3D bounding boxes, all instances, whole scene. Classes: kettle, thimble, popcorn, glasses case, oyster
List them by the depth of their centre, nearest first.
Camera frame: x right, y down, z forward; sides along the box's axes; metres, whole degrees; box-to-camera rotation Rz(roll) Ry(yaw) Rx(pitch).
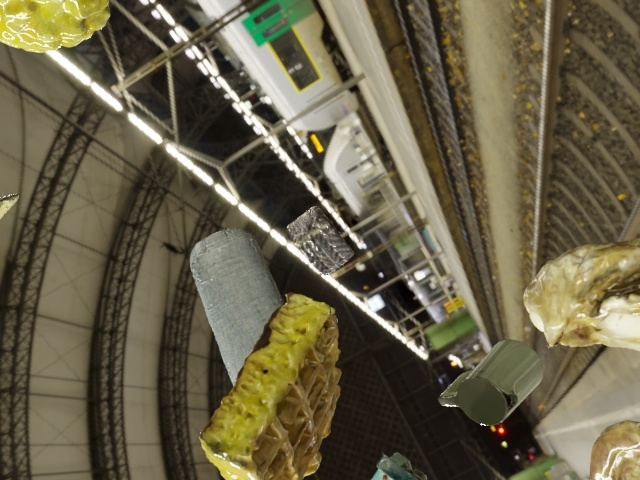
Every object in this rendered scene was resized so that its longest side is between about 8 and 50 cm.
[{"bbox_3d":[0.289,0.065,0.368,0.294,0.094,0.166,23,160,4],"label":"oyster"},{"bbox_3d":[-0.294,-0.273,0.617,0.173,0.173,0.142,53,-151,-40],"label":"popcorn"},{"bbox_3d":[-0.101,0.111,0.857,0.282,0.109,0.067,64,180,17],"label":"glasses case"},{"bbox_3d":[0.000,0.000,0.895,0.095,0.066,0.104,52,-178,-6],"label":"thimble"},{"bbox_3d":[0.295,0.239,1.034,0.126,0.148,0.098,24,122,33],"label":"kettle"}]

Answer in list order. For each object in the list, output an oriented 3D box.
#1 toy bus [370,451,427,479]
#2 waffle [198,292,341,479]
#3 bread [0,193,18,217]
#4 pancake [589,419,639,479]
[{"bbox_3d":[0.133,0.430,0.875,0.133,0.165,0.271,30,165,34],"label":"toy bus"},{"bbox_3d":[-0.033,0.175,0.570,0.160,0.055,0.211,-58,-24,-35],"label":"waffle"},{"bbox_3d":[-0.711,-0.042,0.801,0.405,0.242,0.346,36,-165,-14],"label":"bread"},{"bbox_3d":[0.436,0.358,0.769,0.250,0.031,0.250,170,90,-71],"label":"pancake"}]
